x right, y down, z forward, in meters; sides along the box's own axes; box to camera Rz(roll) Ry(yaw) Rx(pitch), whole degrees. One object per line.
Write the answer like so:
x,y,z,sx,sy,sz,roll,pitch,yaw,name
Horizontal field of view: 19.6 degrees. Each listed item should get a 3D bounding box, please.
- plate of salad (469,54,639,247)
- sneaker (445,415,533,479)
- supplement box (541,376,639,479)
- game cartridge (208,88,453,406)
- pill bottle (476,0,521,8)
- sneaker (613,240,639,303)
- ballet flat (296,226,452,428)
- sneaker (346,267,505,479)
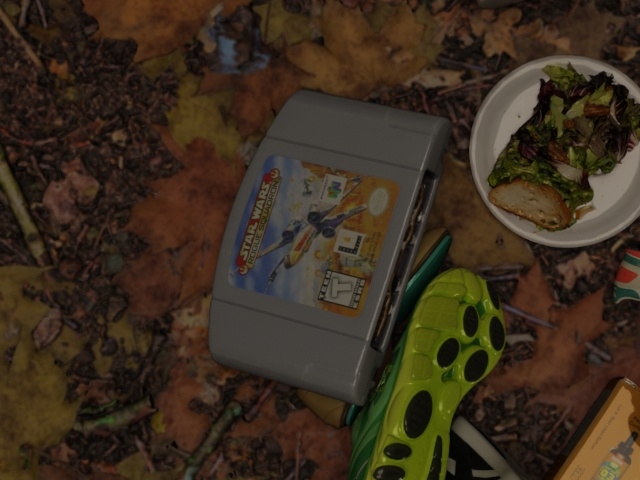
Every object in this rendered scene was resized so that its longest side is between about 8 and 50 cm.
0.252,-0.093,1.893,0.200,0.048,0.200,0,85,2,plate of salad
0.159,0.271,1.805,0.079,0.217,0.121,36,95,-30,sneaker
0.264,0.251,1.852,0.078,0.080,0.233,35,89,3,supplement box
0.000,0.000,1.851,0.198,0.062,0.297,14,82,24,game cartridge
0.177,-0.390,1.861,0.161,0.161,0.283,-19,86,0,pill bottle
0.373,0.061,1.881,0.161,0.057,0.075,22,103,2,sneaker
0.049,0.076,1.872,0.073,0.080,0.232,28,86,15,ballet flat
0.088,0.153,1.840,0.109,0.123,0.295,35,65,-22,sneaker
